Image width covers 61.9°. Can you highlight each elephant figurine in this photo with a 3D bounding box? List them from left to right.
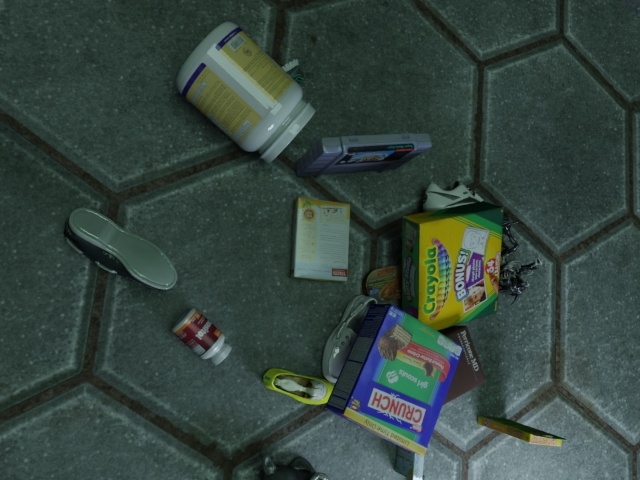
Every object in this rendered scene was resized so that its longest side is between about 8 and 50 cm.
[{"bbox_3d":[-0.044,0.676,1.449,0.239,0.186,0.169,-3,41,-33],"label":"elephant figurine"}]

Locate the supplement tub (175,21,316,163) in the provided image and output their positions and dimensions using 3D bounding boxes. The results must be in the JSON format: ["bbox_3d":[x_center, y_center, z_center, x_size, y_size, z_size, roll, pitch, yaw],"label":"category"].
[{"bbox_3d":[-0.200,-0.397,1.466,0.331,0.241,0.241,42,69,-13],"label":"supplement tub"}]

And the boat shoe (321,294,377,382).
[{"bbox_3d":[0.089,0.285,1.571,0.098,0.096,0.277,29,73,-17],"label":"boat shoe"}]

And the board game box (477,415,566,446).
[{"bbox_3d":[0.622,0.593,1.662,0.124,0.259,0.039,13,78,-21],"label":"board game box"}]

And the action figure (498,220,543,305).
[{"bbox_3d":[0.658,0.080,1.818,0.164,0.141,0.276,-14,87,-35],"label":"action figure"}]

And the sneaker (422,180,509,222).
[{"bbox_3d":[0.494,-0.125,1.785,0.330,0.122,0.146,7,82,-22],"label":"sneaker"}]

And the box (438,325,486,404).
[{"bbox_3d":[0.296,0.413,1.619,0.381,0.143,0.191,-20,90,-26],"label":"box"}]

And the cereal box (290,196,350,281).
[{"bbox_3d":[0.000,0.000,1.600,0.173,0.047,0.240,7,80,-22],"label":"cereal box"}]

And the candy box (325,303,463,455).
[{"bbox_3d":[0.205,0.371,1.448,0.268,0.122,0.317,31,73,-16],"label":"candy box"}]

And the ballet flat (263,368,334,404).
[{"bbox_3d":[-0.051,0.416,1.504,0.231,0.077,0.077,20,75,-19],"label":"ballet flat"}]

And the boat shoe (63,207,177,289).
[{"bbox_3d":[-0.508,0.034,1.362,0.302,0.091,0.114,41,42,-11],"label":"boat shoe"}]

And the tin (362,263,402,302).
[{"bbox_3d":[0.219,0.133,1.681,0.189,0.040,0.106,-10,91,-24],"label":"tin"}]

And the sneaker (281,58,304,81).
[{"bbox_3d":[-0.112,-0.481,1.614,0.166,0.065,0.076,-40,104,-20],"label":"sneaker"}]

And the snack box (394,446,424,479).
[{"bbox_3d":[0.269,0.630,1.596,0.037,0.100,0.141,11,79,-21],"label":"snack box"}]

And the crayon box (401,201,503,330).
[{"bbox_3d":[0.407,0.083,1.659,0.313,0.106,0.363,-12,110,-24],"label":"crayon box"}]

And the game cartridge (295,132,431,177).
[{"bbox_3d":[0.126,-0.252,1.589,0.355,0.230,0.068,-8,86,-23],"label":"game cartridge"}]

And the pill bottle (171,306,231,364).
[{"bbox_3d":[-0.311,0.256,1.412,0.152,0.086,0.086,45,69,-12],"label":"pill bottle"}]

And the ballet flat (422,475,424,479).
[{"bbox_3d":[0.282,0.764,1.619,0.041,0.041,0.114,28,72,-17],"label":"ballet flat"}]
